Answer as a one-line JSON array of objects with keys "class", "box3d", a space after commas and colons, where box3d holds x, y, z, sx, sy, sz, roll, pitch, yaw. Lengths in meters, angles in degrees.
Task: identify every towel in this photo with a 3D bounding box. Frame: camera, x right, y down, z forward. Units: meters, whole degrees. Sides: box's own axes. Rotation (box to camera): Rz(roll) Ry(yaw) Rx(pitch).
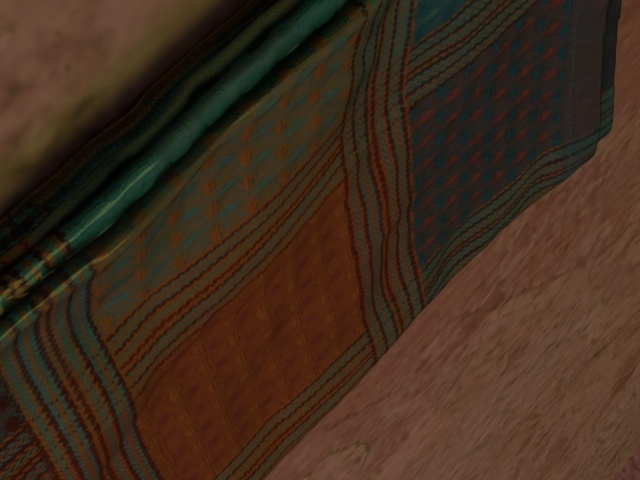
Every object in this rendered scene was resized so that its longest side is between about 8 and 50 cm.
[{"class": "towel", "box3d": [0.000, 0.000, 0.495, 0.370, 0.040, 0.271, -45, 156, -19]}]
